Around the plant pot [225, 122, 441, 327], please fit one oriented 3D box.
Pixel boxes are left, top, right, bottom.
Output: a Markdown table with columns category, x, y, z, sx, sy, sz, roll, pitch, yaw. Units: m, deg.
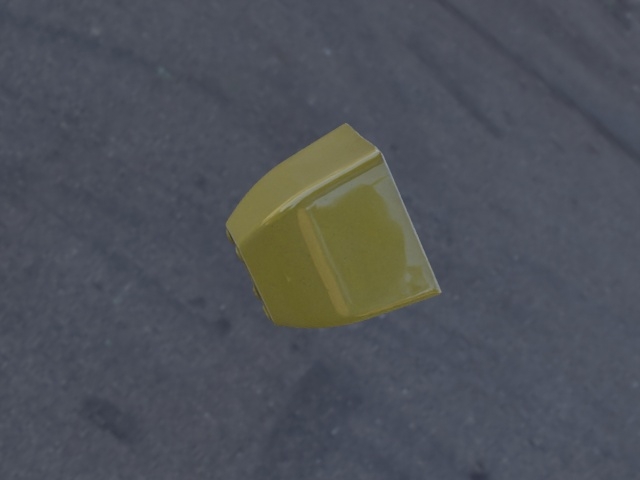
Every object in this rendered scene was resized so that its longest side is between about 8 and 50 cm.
| category | x | y | z | sx | sy | sz | roll | pitch | yaw |
| --- | --- | --- | --- | --- | --- | --- | --- | --- | --- |
| plant pot | 0.000 | 0.000 | 0.724 | 0.081 | 0.083 | 0.081 | 66 | -5 | -18 |
